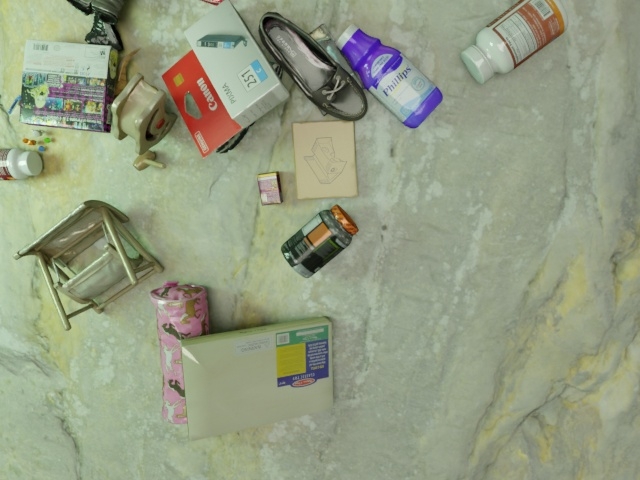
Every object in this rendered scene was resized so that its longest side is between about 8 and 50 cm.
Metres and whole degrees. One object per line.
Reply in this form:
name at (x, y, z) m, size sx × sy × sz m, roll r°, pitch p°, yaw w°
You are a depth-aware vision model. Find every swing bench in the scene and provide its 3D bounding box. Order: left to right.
swing bench at (-0.621, 0.057, 1.338) m, size 0.253 × 0.165 × 0.254 m, roll -32°, pitch 93°, yaw 11°

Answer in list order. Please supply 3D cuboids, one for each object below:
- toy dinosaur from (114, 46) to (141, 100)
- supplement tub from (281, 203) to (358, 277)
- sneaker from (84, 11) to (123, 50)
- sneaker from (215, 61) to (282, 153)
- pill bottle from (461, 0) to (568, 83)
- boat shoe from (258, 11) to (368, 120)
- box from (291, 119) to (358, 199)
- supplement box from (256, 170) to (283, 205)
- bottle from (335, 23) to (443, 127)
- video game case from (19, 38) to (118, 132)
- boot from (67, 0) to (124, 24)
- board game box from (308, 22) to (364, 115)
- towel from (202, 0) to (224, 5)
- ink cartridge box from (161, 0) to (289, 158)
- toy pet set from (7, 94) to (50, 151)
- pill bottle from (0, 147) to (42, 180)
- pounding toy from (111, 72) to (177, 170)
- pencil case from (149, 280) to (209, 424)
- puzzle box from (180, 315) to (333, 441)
toy dinosaur at (-0.525, -0.406, 1.281) m, size 0.112 × 0.064 × 0.211 m, roll 9°, pitch 114°, yaw -12°
supplement tub at (0.000, 0.000, 1.295) m, size 0.190 × 0.117 × 0.117 m, roll -40°, pitch 97°, yaw 11°
sneaker at (-0.562, -0.526, 1.252) m, size 0.089 × 0.051 × 0.170 m, roll -17°, pitch 104°, yaw 4°
sneaker at (-0.206, -0.347, 1.244) m, size 0.275 × 0.107 × 0.110 m, roll -45°, pitch 84°, yaw 11°
pill bottle at (0.445, -0.469, 1.152) m, size 0.216 × 0.121 × 0.121 m, roll -35°, pitch 98°, yaw 12°
boat shoe at (-0.021, -0.409, 1.185) m, size 0.335 × 0.095 × 0.112 m, roll 43°, pitch 103°, yaw -6°
box at (0.012, -0.211, 1.295) m, size 0.164 × 0.021 × 0.201 m, roll -2°, pitch 102°, yaw 5°
supplement box at (-0.133, -0.138, 1.311) m, size 0.055 × 0.043 × 0.083 m, roll -6°, pitch 101°, yaw 6°
bottle at (0.162, -0.403, 1.202) m, size 0.283 × 0.092 × 0.118 m, roll 42°, pitch 98°, yaw -5°
video game case at (-0.629, -0.384, 1.235) m, size 0.232 × 0.042 × 0.210 m, roll 7°, pitch 93°, yaw 7°
boot at (-0.566, -0.635, 1.180) m, size 0.246 × 0.083 × 0.161 m, roll 29°, pitch 76°, yaw -4°
board game box at (0.009, -0.426, 1.243) m, size 0.126 × 0.026 × 0.186 m, roll -33°, pitch 98°, yaw 11°
towel at (-0.285, -0.732, 1.195) m, size 0.199 × 0.031 × 0.274 m, roll 19°, pitch 104°, yaw 1°
ink cartridge box at (-0.251, -0.388, 1.186) m, size 0.261 × 0.066 × 0.296 m, roll -34°, pitch 69°, yaw 10°
toy pet set at (-0.766, -0.324, 1.323) m, size 0.122 × 0.065 × 0.114 m, roll -46°, pitch 131°, yaw 15°
pill bottle at (-0.839, -0.204, 1.329) m, size 0.152 × 0.086 × 0.086 m, roll -1°, pitch 103°, yaw 5°
pounding toy at (-0.405, -0.281, 1.234) m, size 0.155 × 0.269 × 0.154 m, roll 36°, pitch 63°, yaw -4°
pencil case at (-0.377, 0.308, 1.372) m, size 0.167 × 0.160 × 0.386 m, roll 3°, pitch 104°, yaw 20°
puzzle box at (-0.160, 0.368, 1.341) m, size 0.409 × 0.052 × 0.272 m, roll -5°, pitch 103°, yaw -21°
